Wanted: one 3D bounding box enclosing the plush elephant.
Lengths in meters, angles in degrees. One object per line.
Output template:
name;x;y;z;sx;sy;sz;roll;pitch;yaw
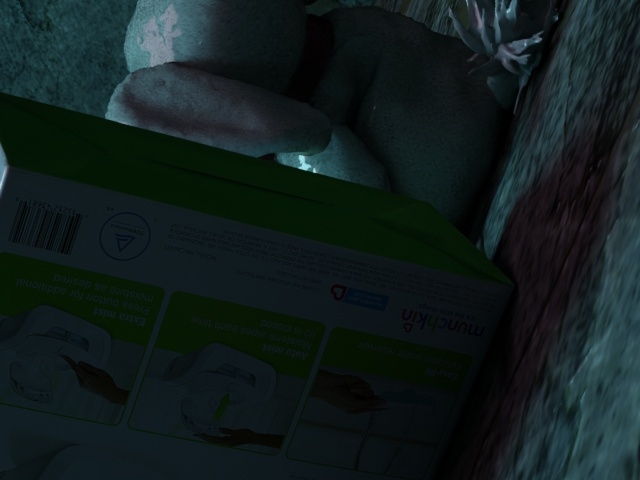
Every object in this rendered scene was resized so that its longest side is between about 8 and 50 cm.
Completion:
plush elephant;-0.023;-0.075;1.066;0.272;0.255;0.330;-75;6;-47

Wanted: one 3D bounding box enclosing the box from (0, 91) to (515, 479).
box;-0.073;0.077;0.846;0.231;0.262;0.127;-70;24;17
